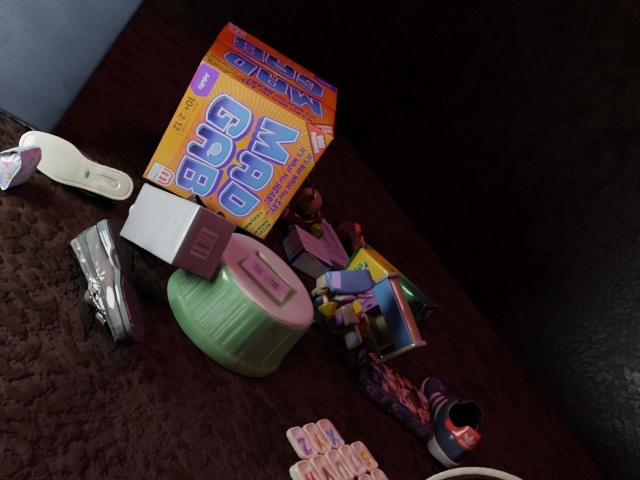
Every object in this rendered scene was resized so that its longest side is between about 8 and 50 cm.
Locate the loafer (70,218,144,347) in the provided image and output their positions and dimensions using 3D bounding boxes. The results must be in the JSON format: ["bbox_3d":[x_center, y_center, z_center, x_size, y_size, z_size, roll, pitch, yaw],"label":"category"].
[{"bbox_3d":[-0.373,0.081,1.060,0.096,0.084,0.267,74,-9,-53],"label":"loafer"}]

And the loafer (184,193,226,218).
[{"bbox_3d":[-0.265,-0.032,1.528,0.220,0.078,0.080,41,18,-12],"label":"loafer"}]

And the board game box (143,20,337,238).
[{"bbox_3d":[-0.201,-0.299,1.642,0.357,0.356,0.356,28,30,-15],"label":"board game box"}]

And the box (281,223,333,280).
[{"bbox_3d":[-0.043,0.038,1.885,0.126,0.072,0.137,32,20,-36],"label":"box"}]

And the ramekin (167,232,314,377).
[{"bbox_3d":[-0.157,0.125,1.295,0.303,0.148,0.303,40,18,-15],"label":"ramekin"}]

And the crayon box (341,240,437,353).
[{"bbox_3d":[0.154,0.166,1.765,0.318,0.202,0.081,43,20,33],"label":"crayon box"}]

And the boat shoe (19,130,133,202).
[{"bbox_3d":[-0.512,-0.146,1.272,0.233,0.084,0.079,29,-16,-24],"label":"boat shoe"}]

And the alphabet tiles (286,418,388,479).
[{"bbox_3d":[0.053,0.473,1.189,0.278,0.021,0.284,53,19,25],"label":"alphabet tiles"}]

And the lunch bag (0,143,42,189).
[{"bbox_3d":[-0.554,-0.142,1.112,0.053,0.083,0.071,43,18,-7],"label":"lunch bag"}]

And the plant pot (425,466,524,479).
[{"bbox_3d":[0.308,0.566,1.126,0.334,0.334,0.305,51,8,19],"label":"plant pot"}]

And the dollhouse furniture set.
[{"bbox_3d":[0.049,0.218,1.492,0.303,0.286,0.198,1,62,-44],"label":"dollhouse furniture set"}]

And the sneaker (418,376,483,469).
[{"bbox_3d":[0.372,0.474,1.698,0.131,0.148,0.350,40,17,-14],"label":"sneaker"}]

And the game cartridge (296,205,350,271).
[{"bbox_3d":[0.000,0.000,2.108,0.196,0.060,0.294,35,19,-40],"label":"game cartridge"}]

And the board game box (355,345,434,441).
[{"bbox_3d":[0.197,0.407,1.631,0.243,0.042,0.165,40,18,-13],"label":"board game box"}]

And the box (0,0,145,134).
[{"bbox_3d":[-0.592,-0.577,1.361,0.297,0.480,0.471,30,22,-35],"label":"box"}]

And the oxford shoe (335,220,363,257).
[{"bbox_3d":[0.099,-0.001,2.309,0.098,0.096,0.271,20,18,-10],"label":"oxford shoe"}]

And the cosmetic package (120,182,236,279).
[{"bbox_3d":[-0.290,-0.022,1.219,0.107,0.127,0.238,29,-4,-41],"label":"cosmetic package"}]

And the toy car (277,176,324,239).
[{"bbox_3d":[-0.055,-0.119,1.966,0.149,0.188,0.155,-3,40,-21],"label":"toy car"}]

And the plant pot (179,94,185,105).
[{"bbox_3d":[-0.378,-0.457,2.094,0.205,0.205,0.188,45,33,1],"label":"plant pot"}]
